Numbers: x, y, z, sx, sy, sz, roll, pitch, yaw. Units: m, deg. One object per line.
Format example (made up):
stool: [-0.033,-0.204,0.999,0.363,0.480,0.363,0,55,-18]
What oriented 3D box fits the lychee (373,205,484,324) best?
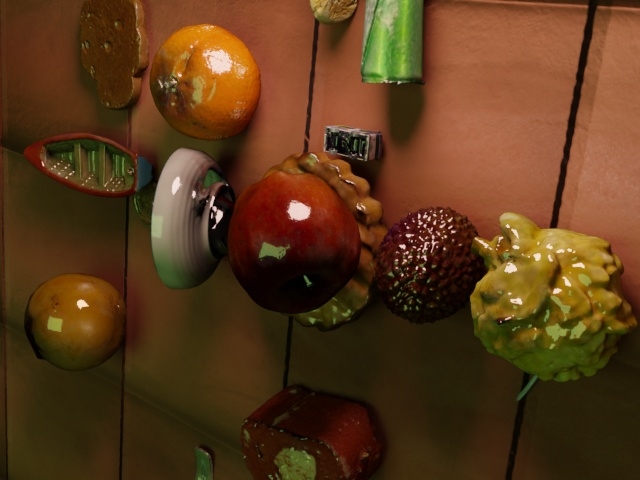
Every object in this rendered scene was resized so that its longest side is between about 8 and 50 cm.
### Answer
lychee: [0.167,0.043,1.418,0.188,0.188,0.188,10,107,37]

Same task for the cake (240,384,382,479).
cake: [-0.021,0.399,1.678,0.282,0.151,0.177,5,116,38]

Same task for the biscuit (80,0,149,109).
biscuit: [-0.441,-0.426,1.887,0.208,0.041,0.291,5,103,37]

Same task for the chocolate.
chocolate: [0.120,-0.397,1.406,0.110,0.110,0.291,11,104,37]

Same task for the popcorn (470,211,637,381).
popcorn: [0.322,0.082,1.287,0.233,0.192,0.266,-48,68,35]

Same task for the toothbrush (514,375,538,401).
toothbrush: [0.364,0.196,1.399,0.019,0.013,0.193,42,123,14]

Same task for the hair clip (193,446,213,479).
hair clip: [-0.268,0.528,1.985,0.054,0.022,0.137,17,111,34]

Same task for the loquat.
loquat: [-0.556,0.183,2.005,0.235,0.235,0.235,10,107,37]

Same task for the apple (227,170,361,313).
apple: [-0.045,0.001,1.433,0.234,0.234,0.234,10,107,37]

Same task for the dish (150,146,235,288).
dish: [-0.208,-0.038,1.676,0.133,0.273,0.274,4,104,13]

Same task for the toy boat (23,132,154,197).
toy boat: [-0.526,-0.177,1.986,0.392,0.079,0.136,13,104,37]

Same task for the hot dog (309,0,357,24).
hot dog: [0.038,-0.481,1.459,0.073,0.084,0.243,34,121,27]

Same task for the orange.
orange: [-0.219,-0.296,1.654,0.224,0.170,0.224,12,110,37]

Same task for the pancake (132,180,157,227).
pancake: [-0.378,-0.083,1.938,0.114,0.011,0.115,10,106,39]

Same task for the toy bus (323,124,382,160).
toy bus: [0.059,-0.170,1.531,0.102,0.058,0.052,18,111,40]

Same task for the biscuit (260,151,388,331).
biscuit: [0.000,0.000,1.591,0.325,0.107,0.326,9,104,40]
